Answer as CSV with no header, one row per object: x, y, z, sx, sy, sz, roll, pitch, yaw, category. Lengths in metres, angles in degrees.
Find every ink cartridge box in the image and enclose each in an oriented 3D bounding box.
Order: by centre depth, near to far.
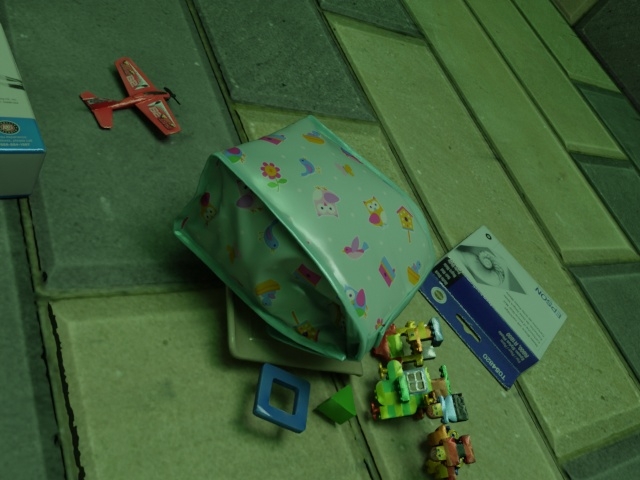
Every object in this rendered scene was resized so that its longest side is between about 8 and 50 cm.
-0.407,-0.148,0.678,0.148,0.086,0.203,-7,60,-40,ink cartridge box
0.289,0.099,1.032,0.223,0.045,0.224,49,42,8,ink cartridge box

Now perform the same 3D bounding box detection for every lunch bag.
0.000,0.000,0.742,0.262,0.160,0.223,43,37,7,lunch bag

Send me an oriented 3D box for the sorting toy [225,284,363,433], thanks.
-0.041,0.082,0.795,0.196,0.047,0.348,17,46,-31,sorting toy

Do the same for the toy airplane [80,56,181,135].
-0.263,-0.192,0.871,0.151,0.028,0.151,20,44,-21,toy airplane

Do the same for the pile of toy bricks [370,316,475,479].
0.112,0.197,0.784,0.105,0.118,0.212,-8,65,-4,pile of toy bricks
